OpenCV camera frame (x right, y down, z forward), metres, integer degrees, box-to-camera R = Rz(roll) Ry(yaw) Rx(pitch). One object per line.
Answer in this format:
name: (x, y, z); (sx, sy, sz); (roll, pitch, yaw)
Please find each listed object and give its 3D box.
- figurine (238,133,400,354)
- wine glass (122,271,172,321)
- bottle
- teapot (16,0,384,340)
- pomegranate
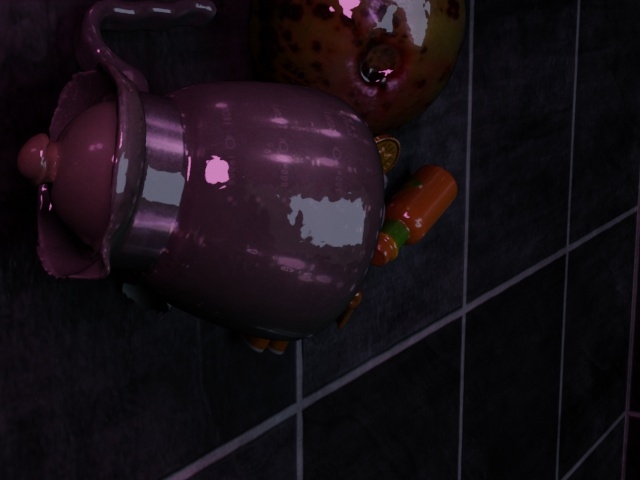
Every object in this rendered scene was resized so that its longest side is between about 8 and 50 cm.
figurine: (0.004, 0.008, 1.238); (0.271, 0.143, 0.143); (-46, 160, 23)
wine glass: (-0.116, -0.039, 1.142); (0.262, 0.074, 0.074); (-63, 145, -28)
bottle: (0.115, -0.029, 1.543); (0.187, 0.069, 0.069); (-48, 136, -43)
teapot: (-0.110, -0.079, 0.969); (0.285, 0.223, 0.305); (10, 84, -33)
pomegranate: (0.045, -0.257, 1.235); (0.306, 0.242, 0.242); (-76, 154, -47)
